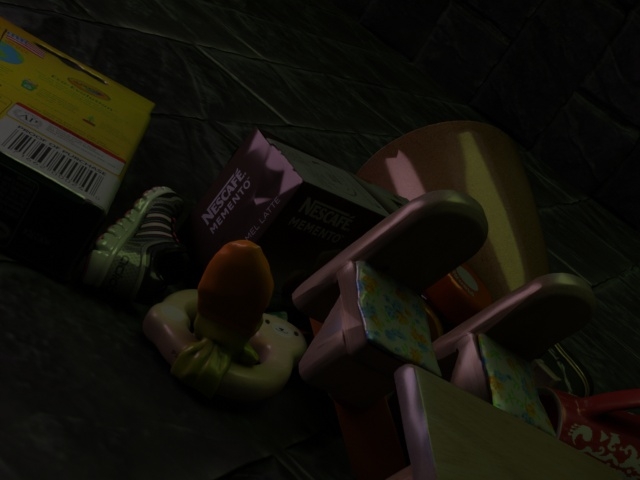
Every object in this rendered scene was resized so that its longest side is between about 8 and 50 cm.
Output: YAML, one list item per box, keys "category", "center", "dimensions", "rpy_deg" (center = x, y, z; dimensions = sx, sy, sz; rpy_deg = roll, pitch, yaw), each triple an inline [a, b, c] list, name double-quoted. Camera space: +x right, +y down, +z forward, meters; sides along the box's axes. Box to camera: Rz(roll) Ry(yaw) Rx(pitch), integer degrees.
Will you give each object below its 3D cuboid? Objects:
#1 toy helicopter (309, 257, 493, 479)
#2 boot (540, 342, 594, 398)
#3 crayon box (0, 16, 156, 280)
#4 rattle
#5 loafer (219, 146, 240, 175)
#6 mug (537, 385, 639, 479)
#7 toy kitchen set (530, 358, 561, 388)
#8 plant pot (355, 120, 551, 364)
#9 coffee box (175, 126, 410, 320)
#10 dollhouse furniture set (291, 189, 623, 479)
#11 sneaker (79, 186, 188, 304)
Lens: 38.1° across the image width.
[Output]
- category: "toy helicopter"
  center: [0.095, 0.152, 0.790]
  dimensions: [0.235, 0.140, 0.355]
  rpy_deg: [20, 35, -52]
- category: "boot"
  center: [0.239, 0.135, 1.145]
  dimensions: [0.198, 0.077, 0.137]
  rpy_deg: [42, 26, 24]
- category: "crayon box"
  center: [-0.274, -0.104, 0.863]
  dimensions: [0.202, 0.081, 0.318]
  rpy_deg: [30, 20, -13]
- category: "rattle"
  center: [-0.044, 0.050, 0.794]
  dimensions: [0.130, 0.142, 0.200]
  rpy_deg: [25, 17, 37]
- category: "loafer"
  center: [-0.073, -0.047, 1.051]
  dimensions: [0.078, 0.080, 0.220]
  rpy_deg: [29, 20, -14]
- category: "mug"
  center: [0.292, 0.203, 0.963]
  dimensions: [0.169, 0.150, 0.113]
  rpy_deg: [22, 4, -19]
- category: "toy kitchen set"
  center: [0.227, 0.161, 1.034]
  dimensions: [0.075, 0.083, 0.068]
  rpy_deg: [7, 33, -53]
- category: "plant pot"
  center: [0.173, 0.028, 1.102]
  dimensions: [0.237, 0.237, 0.254]
  rpy_deg: [20, 37, -36]
- category: "coffee box"
  center: [0.000, 0.000, 0.937]
  dimensions: [0.246, 0.141, 0.098]
  rpy_deg: [22, 22, -48]
- category: "dollhouse furniture set"
  center: [0.217, 0.176, 0.583]
  dimensions: [0.394, 0.256, 0.362]
  rpy_deg: [30, 35, -34]
- category: "sneaker"
  center: [-0.150, 0.008, 0.830]
  dimensions: [0.075, 0.063, 0.170]
  rpy_deg: [33, 24, -3]
